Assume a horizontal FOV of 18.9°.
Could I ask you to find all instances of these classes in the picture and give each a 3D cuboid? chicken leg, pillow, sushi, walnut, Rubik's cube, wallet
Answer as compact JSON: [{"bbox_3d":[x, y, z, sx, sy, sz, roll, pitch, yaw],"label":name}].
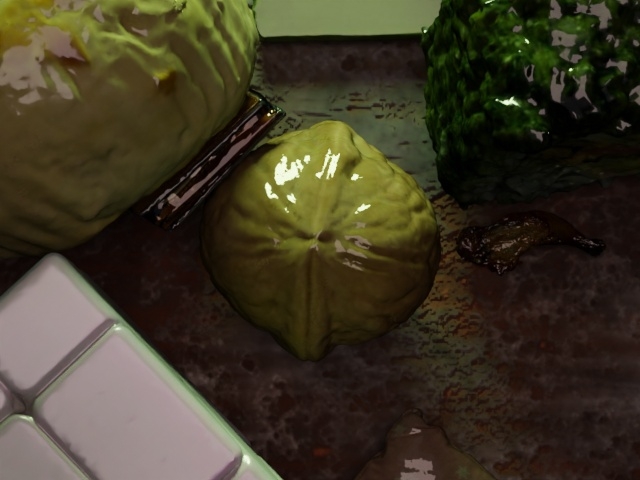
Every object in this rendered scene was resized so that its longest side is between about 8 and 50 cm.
[{"bbox_3d":[0.202,-0.001,1.849,0.145,0.037,0.062,-10,107,-4],"label":"chicken leg"},{"bbox_3d":[0.098,0.304,1.784,0.223,0.084,0.236,42,86,0],"label":"pillow"},{"bbox_3d":[0.246,-0.143,1.710,0.294,0.352,0.178,-7,82,-5],"label":"sushi"},{"bbox_3d":[0.000,0.000,1.739,0.228,0.228,0.228,0,84,-4],"label":"walnut"},{"bbox_3d":[-0.219,0.235,1.644,0.316,0.322,0.319,-44,87,-6],"label":"Rubik's cube"},{"bbox_3d":[-0.127,-0.085,1.765,0.161,0.195,0.042,-45,115,-8],"label":"wallet"}]

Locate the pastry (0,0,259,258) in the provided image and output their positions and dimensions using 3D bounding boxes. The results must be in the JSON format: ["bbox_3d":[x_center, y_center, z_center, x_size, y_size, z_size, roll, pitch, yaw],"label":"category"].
[{"bbox_3d":[-0.254,-0.178,1.663,0.388,0.388,0.312,-40,116,-7],"label":"pastry"}]

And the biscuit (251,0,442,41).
[{"bbox_3d":[0.093,-0.245,1.865,0.323,0.038,0.099,-3,87,-5],"label":"biscuit"}]
